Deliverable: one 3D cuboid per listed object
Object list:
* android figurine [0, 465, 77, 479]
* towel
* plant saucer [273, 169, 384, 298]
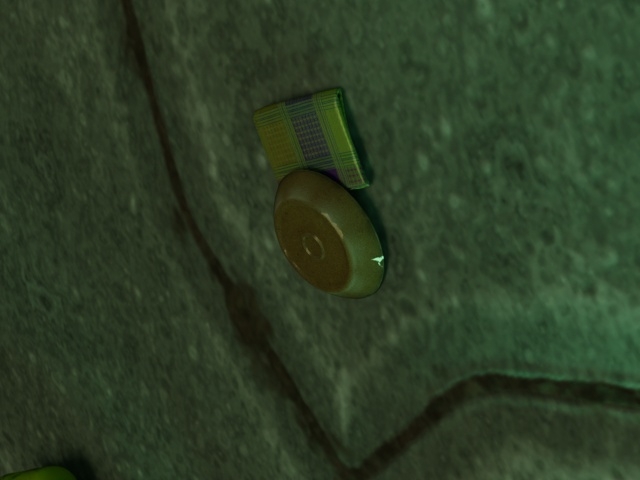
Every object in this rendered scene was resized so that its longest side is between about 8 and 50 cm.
[{"bbox_3d":[-0.172,0.289,1.404,0.273,0.056,0.248,-14,98,57],"label":"android figurine"},{"bbox_3d":[-0.006,-0.052,1.020,0.083,0.009,0.060,-12,99,54],"label":"towel"},{"bbox_3d":[0.000,0.000,1.025,0.083,0.015,0.083,32,140,31],"label":"plant saucer"}]
